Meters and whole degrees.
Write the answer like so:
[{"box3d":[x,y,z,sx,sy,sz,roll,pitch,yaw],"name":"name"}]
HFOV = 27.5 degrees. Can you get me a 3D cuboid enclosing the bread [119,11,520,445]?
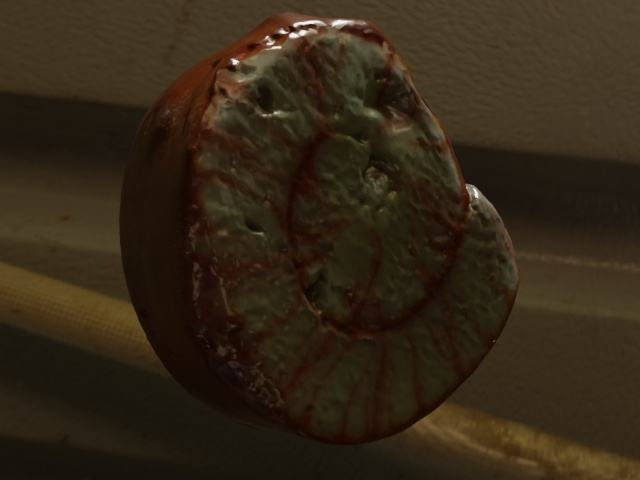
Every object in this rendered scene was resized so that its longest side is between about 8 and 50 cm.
[{"box3d":[-0.003,0.000,1.015,0.114,0.295,0.328,-1,-54,53],"name":"bread"}]
